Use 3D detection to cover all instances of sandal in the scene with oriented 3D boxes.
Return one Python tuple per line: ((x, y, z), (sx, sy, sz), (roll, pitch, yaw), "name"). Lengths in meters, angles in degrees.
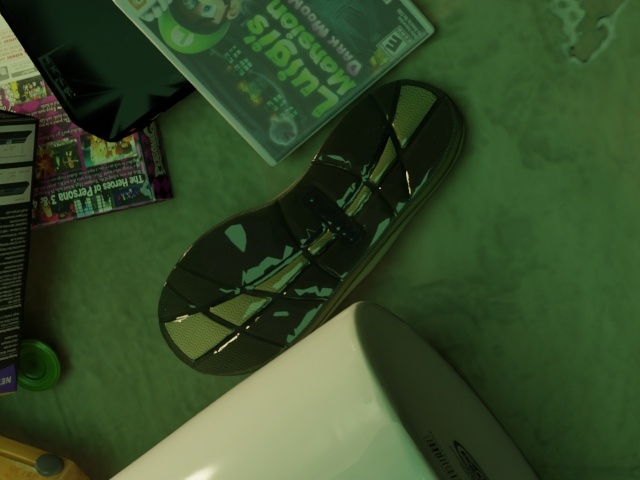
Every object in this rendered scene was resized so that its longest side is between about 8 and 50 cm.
((0.002, 0.000, 1.286), (0.303, 0.086, 0.120), (-41, 73, 6), "sandal")

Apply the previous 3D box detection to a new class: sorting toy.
((-0.274, 0.096, 1.434), (0.102, 0.042, 0.061), (7, 113, 10), "sorting toy")

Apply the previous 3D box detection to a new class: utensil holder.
((-0.029, 0.276, 1.171), (0.385, 0.327, 0.327), (-38, 80, 11), "utensil holder")

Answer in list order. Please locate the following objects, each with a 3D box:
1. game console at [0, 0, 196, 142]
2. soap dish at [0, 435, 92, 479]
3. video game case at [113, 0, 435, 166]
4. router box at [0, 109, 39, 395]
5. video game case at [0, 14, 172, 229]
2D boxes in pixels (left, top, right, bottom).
((-0.099, -0.258, 1.294), (0.361, 0.044, 0.213), (-36, 84, 12), "game console")
((-0.341, 0.272, 1.338), (0.229, 0.291, 0.118), (16, 133, 18), "soap dish")
((-0.036, -0.178, 1.252), (0.173, 0.022, 0.190), (-39, 110, 13), "video game case")
((-0.393, -0.012, 1.406), (0.309, 0.081, 0.242), (12, 103, 31), "router box")
((-0.255, -0.115, 1.400), (0.232, 0.042, 0.210), (-12, 89, 23), "video game case")
